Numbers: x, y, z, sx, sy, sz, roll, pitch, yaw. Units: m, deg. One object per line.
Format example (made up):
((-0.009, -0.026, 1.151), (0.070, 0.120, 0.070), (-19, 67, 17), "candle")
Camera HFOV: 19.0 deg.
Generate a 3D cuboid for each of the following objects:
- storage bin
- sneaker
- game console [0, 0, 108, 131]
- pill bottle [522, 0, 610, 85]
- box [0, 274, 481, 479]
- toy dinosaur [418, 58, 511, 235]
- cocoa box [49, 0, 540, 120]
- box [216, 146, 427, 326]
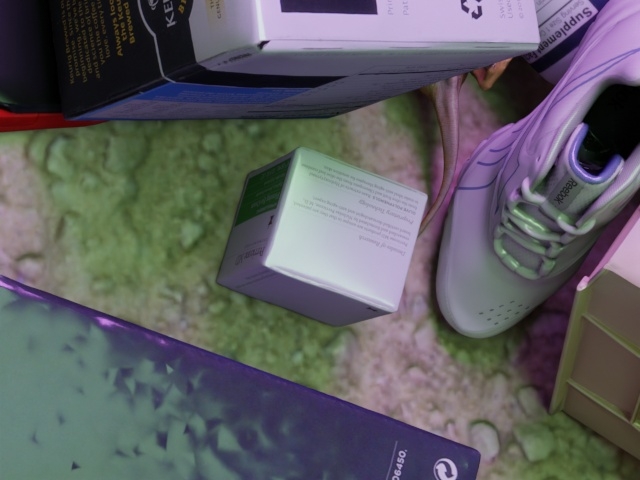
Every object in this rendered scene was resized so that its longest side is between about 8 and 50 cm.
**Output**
((0.286, 0.008, 1.315), (0.123, 0.260, 0.262), (32, 69, 16), "storage bin")
((0.157, -0.042, 1.274), (0.111, 0.297, 0.129), (32, 32, 1), "sneaker")
((-0.301, -0.255, 1.224), (0.342, 0.060, 0.386), (-6, 85, -30), "game console")
((0.179, -0.205, 1.351), (0.264, 0.153, 0.153), (47, 67, -4), "pill bottle")
((-0.114, 0.158, 1.104), (0.294, 0.296, 0.182), (21, 75, -20), "box")
((0.088, -0.115, 1.349), (0.064, 0.112, 0.211), (-8, 79, -30), "toy dinosaur")
((-0.037, -0.262, 1.219), (0.231, 0.228, 0.347), (-4, 84, -38), "cocoa box")
((0.000, 0.000, 1.284), (0.102, 0.101, 0.087), (20, 75, -18), "box")
